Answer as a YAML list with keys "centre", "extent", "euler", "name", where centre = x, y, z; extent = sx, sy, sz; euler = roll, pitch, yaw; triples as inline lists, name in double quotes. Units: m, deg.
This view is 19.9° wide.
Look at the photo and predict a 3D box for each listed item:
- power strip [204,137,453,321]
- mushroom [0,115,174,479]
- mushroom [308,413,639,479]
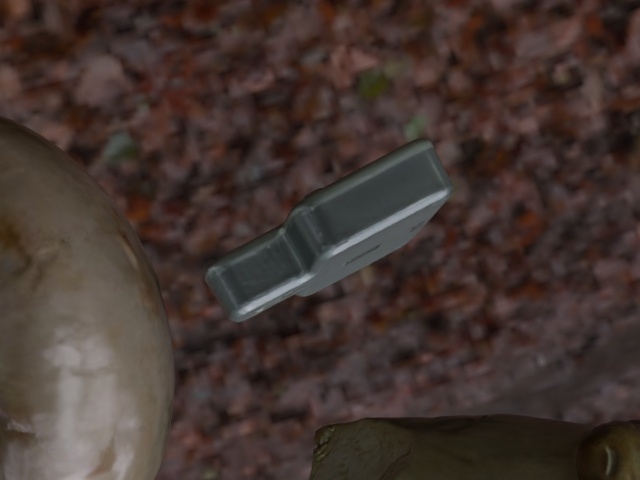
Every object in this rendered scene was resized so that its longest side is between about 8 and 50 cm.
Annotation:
- centre: [0.000, -0.001, 1.477]
  extent: [0.193, 0.059, 0.265]
  euler: [-28, 175, -9]
  name: "power strip"
- centre: [-0.170, 0.055, 0.785]
  extent: [0.226, 0.226, 0.178]
  euler: [-31, 177, 34]
  name: "mushroom"
- centre: [0.094, 0.153, 1.187]
  extent: [0.107, 0.087, 0.333]
  euler: [17, 167, -42]
  name: "mushroom"
